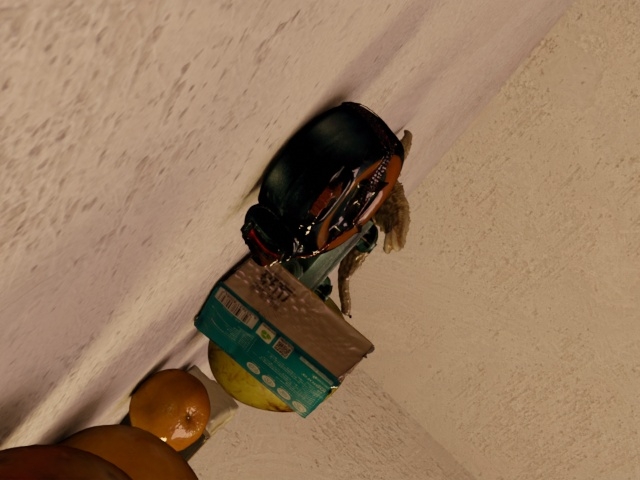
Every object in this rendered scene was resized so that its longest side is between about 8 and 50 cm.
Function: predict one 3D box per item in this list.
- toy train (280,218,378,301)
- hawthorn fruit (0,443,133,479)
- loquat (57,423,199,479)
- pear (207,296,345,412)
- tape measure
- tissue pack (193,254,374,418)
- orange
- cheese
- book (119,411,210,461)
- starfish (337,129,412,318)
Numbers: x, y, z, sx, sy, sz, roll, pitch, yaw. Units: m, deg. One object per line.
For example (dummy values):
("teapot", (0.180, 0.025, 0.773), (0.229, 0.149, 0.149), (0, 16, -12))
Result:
("toy train", (0.000, 0.000, 1.857), (0.101, 0.159, 0.248), (27, 113, -38))
("hawthorn fruit", (-0.337, 0.420, 1.117), (0.403, 0.403, 0.403), (-46, 175, -5))
("loquat", (-0.333, 0.455, 1.617), (0.328, 0.328, 0.328), (-46, 175, -5))
("pear", (-0.079, 0.210, 2.015), (0.283, 0.283, 0.283), (-46, 175, -5))
("tape measure", (0.013, -0.072, 1.343), (0.202, 0.135, 0.223), (-26, 156, -50))
("tissue pack", (-0.064, 0.160, 1.775), (0.134, 0.271, 0.192), (-47, 177, -33))
("orange", (-0.286, 0.316, 1.914), (0.136, 0.159, 0.159), (6, -142, 43))
("cheese", (-0.333, 0.424, 2.282), (0.332, 0.153, 0.292), (-48, 175, 31))
("book", (-0.325, 0.393, 2.057), (0.024, 0.160, 0.228), (-24, 158, -53))
("starfish", (0.098, -0.034, 2.030), (0.432, 0.083, 0.324), (-82, -162, -50))
